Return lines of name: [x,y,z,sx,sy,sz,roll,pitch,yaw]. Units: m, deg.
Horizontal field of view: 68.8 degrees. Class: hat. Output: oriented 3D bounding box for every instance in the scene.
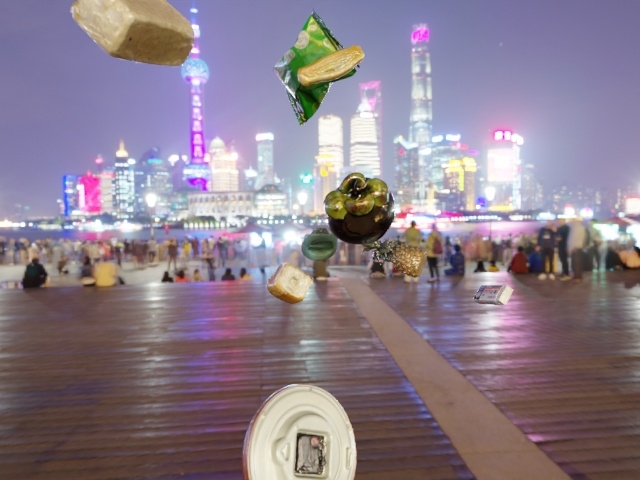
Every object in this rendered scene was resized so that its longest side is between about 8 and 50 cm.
hat: [0.000,0.000,1.737,0.138,0.077,0.190,2,-33,-9]

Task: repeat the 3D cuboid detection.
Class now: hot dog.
hot dog: [0.019,-0.306,0.828,0.137,0.044,0.028,-34,1,-23]

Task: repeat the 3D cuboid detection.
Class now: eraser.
eraser: [0.472,0.149,1.284,0.029,0.052,0.122,35,-13,-9]

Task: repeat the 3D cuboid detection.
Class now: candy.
candy: [-0.023,-0.340,0.949,0.203,0.141,0.078,-37,11,50]

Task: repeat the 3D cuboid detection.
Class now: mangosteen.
mangosteen: [0.120,-0.097,1.437,0.243,0.242,0.243,-1,3,0]

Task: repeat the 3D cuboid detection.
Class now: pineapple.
pineapple: [0.253,0.047,1.669,0.251,0.125,0.125,24,16,31]

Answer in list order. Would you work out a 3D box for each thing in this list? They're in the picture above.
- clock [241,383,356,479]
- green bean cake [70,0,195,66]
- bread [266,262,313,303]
clock: [-0.037,0.497,1.086,0.319,0.318,0.080,-3,-14,-42]
green bean cake: [-0.302,-0.359,0.779,0.085,0.109,0.179,-47,-7,25]
bread: [-0.069,0.097,1.040,0.083,0.076,0.070,34,-14,-14]
